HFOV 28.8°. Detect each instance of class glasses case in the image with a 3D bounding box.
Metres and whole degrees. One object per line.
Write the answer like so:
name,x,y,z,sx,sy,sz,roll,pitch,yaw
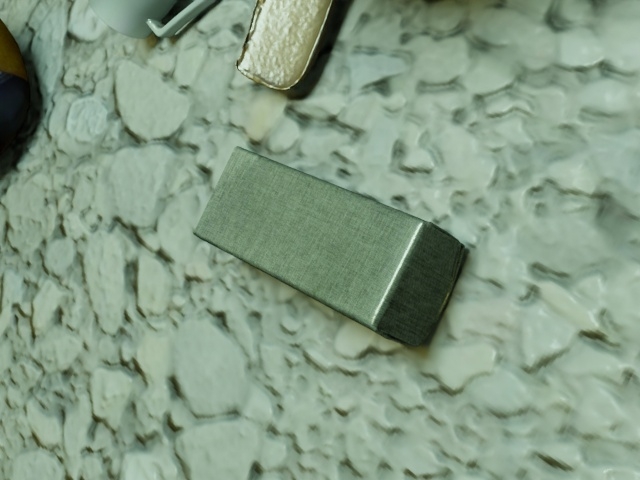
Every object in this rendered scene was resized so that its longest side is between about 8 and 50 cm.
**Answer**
glasses case,0.000,0.000,0.784,0.205,0.047,0.071,24,89,51

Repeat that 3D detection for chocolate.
chocolate,-0.016,-0.153,0.880,0.064,0.031,0.101,20,94,33

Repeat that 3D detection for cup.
cup,-0.126,-0.217,1.014,0.104,0.074,0.116,48,118,16

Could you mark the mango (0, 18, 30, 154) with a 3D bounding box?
mango,-0.394,-0.147,1.213,0.287,0.152,0.201,1,74,48
